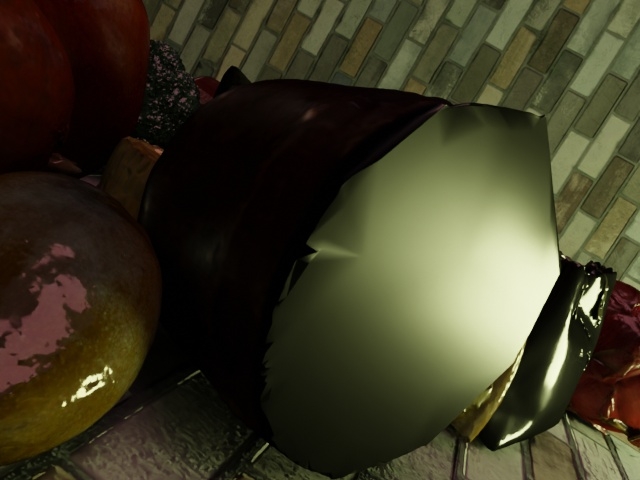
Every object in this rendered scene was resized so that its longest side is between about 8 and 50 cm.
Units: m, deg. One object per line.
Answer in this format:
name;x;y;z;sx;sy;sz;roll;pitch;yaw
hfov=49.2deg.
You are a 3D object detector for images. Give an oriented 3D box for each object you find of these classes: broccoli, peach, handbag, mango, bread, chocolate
broccoli;-0.339;-0.224;1.196;0.269;0.270;0.270;-1;5;13
peach;-0.367;-0.243;0.926;0.307;0.333;0.308;-6;16;2
handbag;0.326;0.150;1.045;0.152;0.288;0.342;36;14;30
mango;-0.213;0.047;0.487;0.192;0.146;0.316;21;19;-8
bread;-0.175;-0.027;0.929;0.250;0.133;0.179;27;10;-20
chocolate;0.000;0.000;0.719;0.383;0.384;0.331;20;12;-43

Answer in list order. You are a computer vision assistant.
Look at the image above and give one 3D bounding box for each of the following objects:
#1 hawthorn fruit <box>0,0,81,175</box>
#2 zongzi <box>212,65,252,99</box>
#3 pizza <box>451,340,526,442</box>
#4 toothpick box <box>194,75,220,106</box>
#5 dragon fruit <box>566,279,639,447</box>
hawthorn fruit;-0.360;-0.141;0.688;0.307;0.276;0.276;37;4;-40
zongzi;-0.059;-0.126;1.168;0.361;0.319;0.383;-10;20;9
pizza;0.158;0.083;0.868;0.222;0.324;0.089;13;0;-5
toothpick box;-0.170;-0.201;1.552;0.333;0.204;0.204;34;11;22
dragon fruit;0.560;0.225;1.364;0.342;0.278;0.277;37;12;6
